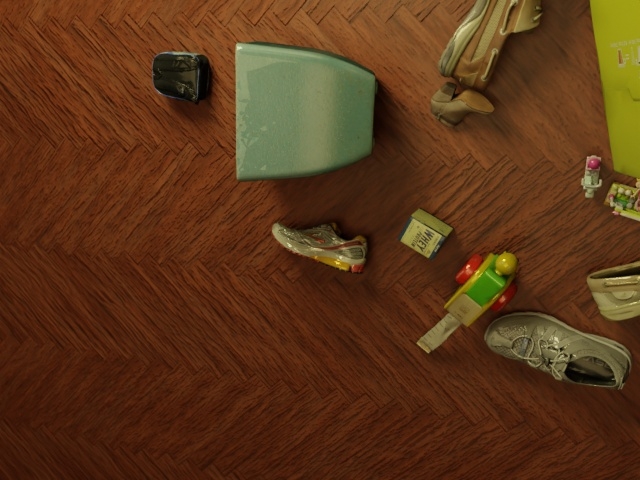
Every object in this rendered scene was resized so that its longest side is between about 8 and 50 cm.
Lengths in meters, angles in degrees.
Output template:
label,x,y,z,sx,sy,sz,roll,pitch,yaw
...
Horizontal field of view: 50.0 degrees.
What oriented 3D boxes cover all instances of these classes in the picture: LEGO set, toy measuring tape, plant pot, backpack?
label,x,y,z,sx,sy,sz,roll,pitch,yaw
LEGO set,0.605,-0.087,1.186,0.287,0.107,0.132,-2,105,23
toy measuring tape,0.304,0.118,1.394,0.121,0.121,0.330,39,138,7
plant pot,-0.019,-0.253,1.324,0.252,0.248,0.247,2,107,3
backpack,-0.299,-0.356,1.484,0.114,0.084,0.105,11,109,14

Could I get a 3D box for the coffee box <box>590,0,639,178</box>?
label,x,y,z,sx,sy,sz,roll,pitch,yaw
coffee box,0.610,-0.271,0.950,0.334,0.337,0.338,-13,102,2

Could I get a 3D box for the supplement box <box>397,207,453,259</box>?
label,x,y,z,sx,sy,sz,roll,pitch,yaw
supplement box,0.212,-0.014,1.380,0.083,0.083,0.056,32,114,10

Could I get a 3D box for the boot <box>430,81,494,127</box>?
label,x,y,z,sx,sy,sz,roll,pitch,yaw
boot,0.264,-0.247,1.300,0.118,0.042,0.087,36,149,15

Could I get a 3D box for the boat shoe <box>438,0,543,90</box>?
label,x,y,z,sx,sy,sz,roll,pitch,yaw
boat shoe,0.334,-0.410,1.201,0.116,0.123,0.324,34,124,5

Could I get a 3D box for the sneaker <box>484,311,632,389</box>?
label,x,y,z,sx,sy,sz,roll,pitch,yaw
sneaker,0.458,0.214,1.332,0.281,0.115,0.105,10,109,19

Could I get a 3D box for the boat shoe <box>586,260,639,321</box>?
label,x,y,z,sx,sy,sz,roll,pitch,yaw
boat shoe,0.633,0.053,1.221,0.302,0.109,0.098,-24,97,32

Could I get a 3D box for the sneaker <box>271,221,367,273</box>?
label,x,y,z,sx,sy,sz,roll,pitch,yaw
sneaker,0.000,0.000,1.483,0.225,0.088,0.092,18,91,16
